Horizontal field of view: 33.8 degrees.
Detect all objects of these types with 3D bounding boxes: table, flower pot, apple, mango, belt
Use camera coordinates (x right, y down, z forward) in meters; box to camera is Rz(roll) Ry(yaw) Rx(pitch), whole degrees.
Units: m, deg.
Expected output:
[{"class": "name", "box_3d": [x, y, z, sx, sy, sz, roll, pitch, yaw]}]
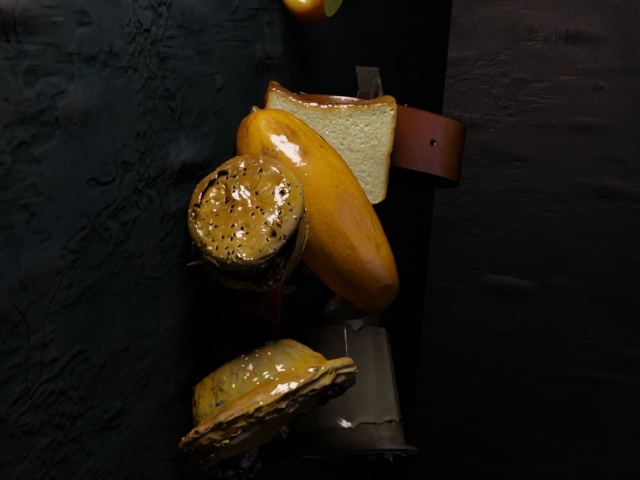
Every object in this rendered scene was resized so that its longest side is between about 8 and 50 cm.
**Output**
[{"class": "table", "box_3d": [0.099, -0.270, 2.315, 0.175, 0.062, 0.146, 76, 25, -53]}, {"class": "flower pot", "box_3d": [0.048, 0.300, 2.023, 0.290, 0.290, 0.259, 52, 37, -71]}, {"class": "apple", "box_3d": [0.064, 0.203, 2.301, 0.265, 0.120, 0.193, -44, 143, -65]}, {"class": "mango", "box_3d": [-0.001, -0.046, 1.571, 0.359, 0.144, 0.187, 54, -3, 0]}, {"class": "belt", "box_3d": [0.096, -0.175, 1.846, 0.217, 0.338, 0.122, 0, -98, 65]}, {"class": "apple", "box_3d": [-0.018, -0.409, 1.701, 0.114, 0.099, 0.102, -60, 166, 17]}]

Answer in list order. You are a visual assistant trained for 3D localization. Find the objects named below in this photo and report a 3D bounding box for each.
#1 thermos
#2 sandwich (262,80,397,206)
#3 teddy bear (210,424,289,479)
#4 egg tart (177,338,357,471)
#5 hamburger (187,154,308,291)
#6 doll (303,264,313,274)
[{"class": "thermos", "box_3d": [-0.090, 0.052, 1.594, 0.232, 0.124, 0.099, -79, 175, -47]}, {"class": "sandwich", "box_3d": [0.010, -0.152, 1.683, 0.065, 0.214, 0.186, -95, -171, -73]}, {"class": "teddy bear", "box_3d": [-0.129, 0.351, 1.695, 0.119, 0.078, 0.160, 12, 107, -59]}, {"class": "egg tart", "box_3d": [-0.081, 0.224, 1.518, 0.118, 0.288, 0.288, 62, 5, 16]}, {"class": "hamburger", "box_3d": [-0.104, -0.021, 1.417, 0.177, 0.185, 0.113, 54, -9, 23]}, {"class": "doll", "box_3d": [0.000, 0.000, 2.004, 0.142, 0.076, 0.245, -45, 155, -13]}]
